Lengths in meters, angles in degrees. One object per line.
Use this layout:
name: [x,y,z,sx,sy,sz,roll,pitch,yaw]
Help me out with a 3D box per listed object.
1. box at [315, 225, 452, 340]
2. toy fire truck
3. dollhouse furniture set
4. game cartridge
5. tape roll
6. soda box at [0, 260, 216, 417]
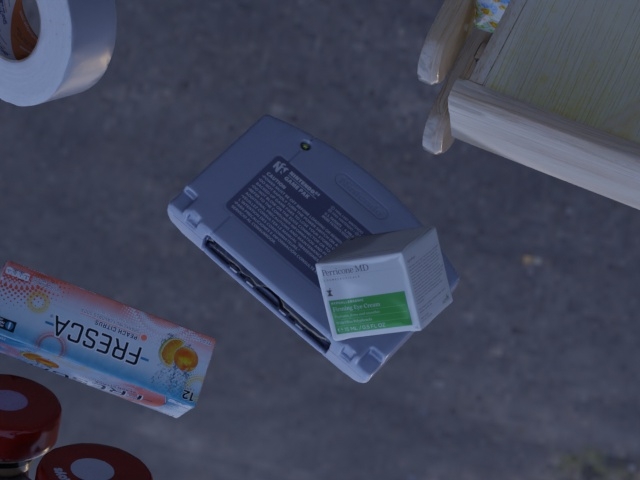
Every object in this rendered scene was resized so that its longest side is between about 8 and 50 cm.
box: [0.066,0.043,1.999,0.101,0.087,0.102,-8,-168,26]
toy fire truck: [-0.304,0.252,1.671,0.302,0.169,0.254,31,-150,35]
dollhouse furniture set: [0.242,-0.094,1.558,0.362,0.256,0.394,23,160,16]
game cartridge: [0.000,0.000,2.176,0.294,0.196,0.060,41,154,9]
tape roll: [-0.334,-0.268,2.251,0.219,0.219,0.072,-13,-175,45]
soda box: [-0.180,0.081,1.566,0.183,0.063,0.058,22,160,-12]
